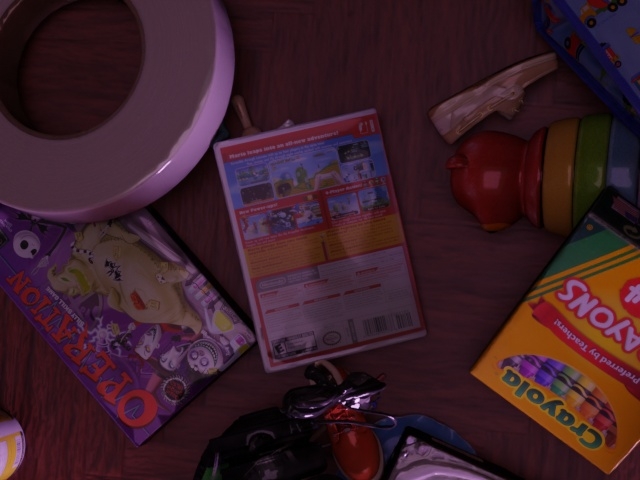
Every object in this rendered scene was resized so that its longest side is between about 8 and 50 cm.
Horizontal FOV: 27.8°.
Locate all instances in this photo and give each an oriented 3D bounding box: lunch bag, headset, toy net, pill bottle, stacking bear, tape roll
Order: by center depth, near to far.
[{"bbox_3d":[0.397,-0.240,1.428,0.221,0.138,0.293,-31,57,-1],"label":"lunch bag"},{"bbox_3d":[-0.046,0.287,1.449,0.243,0.185,0.394,53,128,28],"label":"headset"},{"bbox_3d":[0.293,-0.067,1.500,0.289,0.175,0.164,3,91,15],"label":"stacking bear"},{"bbox_3d":[-0.434,0.257,1.562,0.103,0.184,0.103,0,88,7],"label":"pill bottle"},{"bbox_3d":[-0.297,-0.216,1.581,0.392,0.072,0.392,-2,81,14],"label":"tape roll"},{"bbox_3d":[-0.123,-0.128,1.603,0.232,0.045,0.122,26,91,7],"label":"toy net"}]

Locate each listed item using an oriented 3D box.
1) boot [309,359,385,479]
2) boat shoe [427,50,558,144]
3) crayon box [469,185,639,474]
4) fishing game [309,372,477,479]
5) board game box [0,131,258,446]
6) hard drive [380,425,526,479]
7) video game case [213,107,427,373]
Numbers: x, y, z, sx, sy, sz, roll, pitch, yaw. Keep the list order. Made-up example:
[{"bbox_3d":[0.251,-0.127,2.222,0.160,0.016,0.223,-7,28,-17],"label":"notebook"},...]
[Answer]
[{"bbox_3d":[0.026,0.214,1.527,0.059,0.084,0.158,-25,61,6],"label":"boot"},{"bbox_3d":[0.215,-0.171,1.559,0.170,0.063,0.059,-27,95,9],"label":"boat shoe"},{"bbox_3d":[0.309,0.121,1.447,0.202,0.081,0.318,35,128,8],"label":"crayon box"},{"bbox_3d":[0.104,0.304,1.567,0.189,0.041,0.264,-41,84,3],"label":"fishing game"},{"bbox_3d":[-0.260,0.059,1.617,0.208,0.056,0.347,-43,84,8],"label":"board game box"},{"bbox_3d":[0.137,0.420,1.525,0.237,0.064,0.339,25,95,-1],"label":"hard drive"},{"bbox_3d":[0.000,0.000,1.567,0.204,0.025,0.285,-13,91,-5],"label":"video game case"}]
